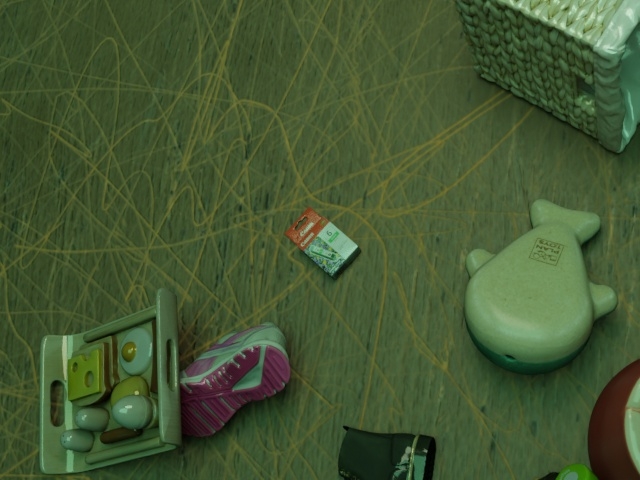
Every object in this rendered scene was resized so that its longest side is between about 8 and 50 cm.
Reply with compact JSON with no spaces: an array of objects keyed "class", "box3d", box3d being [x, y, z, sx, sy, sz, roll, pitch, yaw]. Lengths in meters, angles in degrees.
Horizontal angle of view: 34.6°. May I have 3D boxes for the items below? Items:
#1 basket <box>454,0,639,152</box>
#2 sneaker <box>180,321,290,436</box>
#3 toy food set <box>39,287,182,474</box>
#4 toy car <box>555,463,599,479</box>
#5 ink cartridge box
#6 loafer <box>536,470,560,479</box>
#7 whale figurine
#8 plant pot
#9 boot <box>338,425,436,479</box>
[{"class":"basket","box3d":[0.387,-0.362,1.428,0.266,0.328,0.331,33,85,23]},{"class":"sneaker","box3d":[-0.140,0.203,1.525,0.252,0.111,0.103,-27,108,23]},{"class":"toy food set","box3d":[-0.318,0.213,1.513,0.306,0.092,0.220,-21,66,38]},{"class":"toy car","box3d":[0.291,0.389,1.270,0.188,0.155,0.149,-29,25,33]},{"class":"ink cartridge box","box3d":[0.000,0.000,1.578,0.115,0.029,0.063,41,88,21]},{"class":"loafer","box3d":[0.258,0.387,1.378,0.220,0.078,0.080,-36,100,14]},{"class":"whale figurine","box3d":[0.306,0.068,1.441,0.216,0.141,0.272,15,54,18]},{"class":"plant pot","box3d":[0.471,0.244,1.267,0.274,0.243,0.275,-4,72,13]},{"class":"boot","box3d":[0.076,0.361,1.435,0.137,0.077,0.198,7,62,21]}]
